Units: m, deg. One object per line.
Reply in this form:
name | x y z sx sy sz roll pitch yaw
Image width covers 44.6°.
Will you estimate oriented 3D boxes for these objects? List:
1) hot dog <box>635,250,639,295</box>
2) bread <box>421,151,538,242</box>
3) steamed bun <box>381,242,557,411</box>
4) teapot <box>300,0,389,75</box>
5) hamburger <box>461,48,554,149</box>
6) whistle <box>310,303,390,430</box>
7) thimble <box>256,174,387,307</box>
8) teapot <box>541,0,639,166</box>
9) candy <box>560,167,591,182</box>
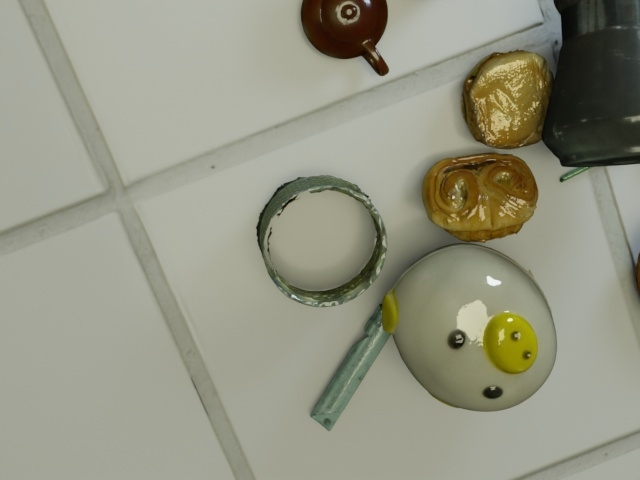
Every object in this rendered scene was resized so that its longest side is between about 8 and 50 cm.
hot dog | 0.809 0.058 1.732 0.196 0.122 0.272 -9 119 6
bread | 0.331 -0.096 1.637 0.236 0.198 0.120 -6 138 3
steamed bun | 0.316 0.184 1.635 0.334 0.334 0.374 -35 105 2
teapot | 0.062 -0.436 1.567 0.178 0.135 0.252 -35 102 6
hamburger | 0.401 -0.297 1.643 0.214 0.108 0.213 -1 101 -4
whistle | 0.077 0.286 1.759 0.062 0.062 0.312 29 98 -11
thimble | 0.000 0.000 1.644 0.271 0.150 0.270 -1 102 -6
teapot | 0.600 -0.331 1.532 0.306 0.376 0.361 -2 91 35
candy | 0.683 -0.206 1.717 0.336 0.093 0.092 -26 86 9
